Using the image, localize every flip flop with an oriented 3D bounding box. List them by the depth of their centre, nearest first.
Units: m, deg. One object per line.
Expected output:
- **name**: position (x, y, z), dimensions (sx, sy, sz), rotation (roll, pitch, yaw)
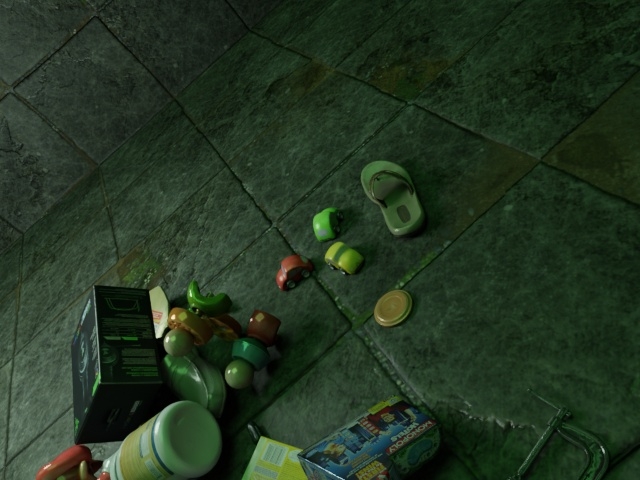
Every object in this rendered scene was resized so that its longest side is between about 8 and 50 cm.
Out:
- **flip flop**: position (0.158, -0.111, 1.274), dimensions (0.112, 0.080, 0.277), rotation (-32, 37, 13)

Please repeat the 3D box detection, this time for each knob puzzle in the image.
- **knob puzzle**: position (-0.464, 0.221, 1.529), dimensions (0.213, 0.030, 0.213), rotation (-18, 58, 32)

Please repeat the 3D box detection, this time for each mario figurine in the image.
- **mario figurine**: position (-0.477, 0.573, 1.161), dimensions (0.198, 0.170, 0.320), rotation (-13, 42, -21)

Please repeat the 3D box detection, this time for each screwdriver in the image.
- **screwdriver**: position (-0.101, 0.398, 1.039), dimensions (0.024, 0.025, 0.170), rotation (-44, 35, -3)

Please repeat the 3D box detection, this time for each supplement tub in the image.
- **supplement tub**: position (-0.303, 0.415, 1.087), dimensions (0.200, 0.144, 0.144), rotation (-38, 34, 28)

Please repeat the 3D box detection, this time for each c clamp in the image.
- **c clamp**: position (0.313, 0.301, 0.766), dimensions (0.137, 0.022, 0.160), rotation (20, 66, 45)

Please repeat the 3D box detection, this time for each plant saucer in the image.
- **plant saucer**: position (0.142, 0.132, 1.097), dimensions (0.084, 0.013, 0.083), rotation (-25, 39, 23)

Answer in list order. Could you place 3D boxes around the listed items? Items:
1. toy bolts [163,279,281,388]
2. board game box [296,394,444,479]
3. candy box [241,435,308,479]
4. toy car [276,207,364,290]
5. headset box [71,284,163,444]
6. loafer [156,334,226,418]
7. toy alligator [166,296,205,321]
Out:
- **toy bolts**: position (-0.211, 0.227, 1.204), dimensions (0.229, 0.218, 0.158), rotation (20, 57, 14)
- **board game box**: position (0.087, 0.331, 0.837), dimensions (0.194, 0.060, 0.194), rotation (-27, 13, -17)
- **candy box**: position (-0.044, 0.412, 0.957), dimensions (0.206, 0.027, 0.105), rotation (2, 57, 38)
- **toy car**: position (0.000, 0.000, 1.328), dimensions (0.239, 0.053, 0.224), rotation (-15, 44, 31)
- **headset box**: position (-0.468, 0.288, 1.263), dimensions (0.246, 0.131, 0.283), rotation (-56, 41, 34)
- **loafer**: position (-0.305, 0.298, 1.236), dimensions (0.320, 0.112, 0.111), rotation (21, 98, 54)
- **toy alligator**: position (-0.311, 0.179, 1.436), dimensions (0.190, 0.056, 0.051), rotation (-19, 2, 27)
